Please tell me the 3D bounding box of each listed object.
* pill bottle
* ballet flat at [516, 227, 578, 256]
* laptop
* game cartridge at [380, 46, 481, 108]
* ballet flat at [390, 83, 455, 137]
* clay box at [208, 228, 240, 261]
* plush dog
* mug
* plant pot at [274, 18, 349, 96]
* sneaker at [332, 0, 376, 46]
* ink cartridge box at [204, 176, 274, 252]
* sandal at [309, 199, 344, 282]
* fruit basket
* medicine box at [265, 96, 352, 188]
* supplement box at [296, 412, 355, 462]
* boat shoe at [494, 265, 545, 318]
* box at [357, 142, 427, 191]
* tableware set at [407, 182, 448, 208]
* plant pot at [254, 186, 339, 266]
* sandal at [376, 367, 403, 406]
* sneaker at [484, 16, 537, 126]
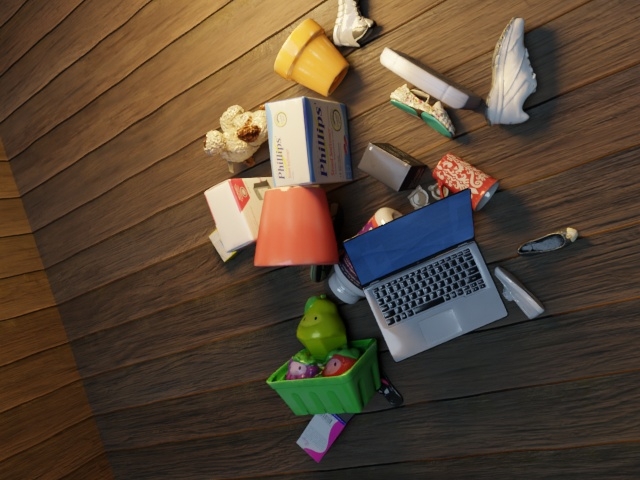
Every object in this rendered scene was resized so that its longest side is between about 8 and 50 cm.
[{"bbox_3d":[0.169,0.058,1.702,0.181,0.181,0.323,48,116,14],"label":"pill bottle"},{"bbox_3d":[0.654,0.011,1.501,0.173,0.049,0.057,-24,87,30],"label":"ballet flat"},{"bbox_3d":[0.318,0.119,1.518,0.382,0.236,0.407,-23,87,3],"label":"laptop"},{"bbox_3d":[0.320,-0.470,1.524,0.294,0.196,0.060,38,113,19],"label":"game cartridge"},{"bbox_3d":[0.325,-0.407,1.601,0.241,0.091,0.077,36,89,15],"label":"ballet flat"},{"bbox_3d":[-0.327,-0.029,2.037,0.222,0.053,0.127,-38,79,27],"label":"clay box"},{"bbox_3d":[-0.260,-0.381,1.870,0.225,0.262,0.210,-25,119,39],"label":"plush dog"},{"bbox_3d":[0.419,-0.170,1.554,0.169,0.150,0.113,42,154,22],"label":"mug"},{"bbox_3d":[-0.016,-0.580,1.706,0.188,0.205,0.205,39,115,1],"label":"plant pot"},{"bbox_3d":[0.123,-0.732,1.663,0.132,0.086,0.228,19,117,20],"label":"sneaker"},{"bbox_3d":[-0.233,-0.099,1.828,0.131,0.306,0.226,-24,87,30],"label":"ink cartridge box"},{"bbox_3d":[-0.001,0.001,1.831,0.086,0.120,0.302,28,111,37],"label":"sandal"},{"bbox_3d":[0.004,0.392,1.812,0.392,0.283,0.391,13,116,29],"label":"fruit basket"},{"bbox_3d":[-0.031,-0.312,1.689,0.149,0.289,0.263,-2,97,29],"label":"medicine box"},{"bbox_3d":[0.023,0.691,1.928,0.111,0.114,0.220,38,113,18],"label":"supplement box"},{"bbox_3d":[0.584,0.158,1.563,0.184,0.066,0.063,43,115,5],"label":"boat shoe"},{"bbox_3d":[0.227,-0.233,1.636,0.156,0.158,0.093,34,113,21],"label":"box"},{"bbox_3d":[0.364,-0.107,1.660,0.141,0.020,0.168,-26,86,30],"label":"tableware set"},{"bbox_3d":[-0.077,-0.039,1.658,0.275,0.275,0.243,-3,86,29],"label":"plant pot"},{"bbox_3d":[0.217,0.511,1.832,0.179,0.040,0.067,46,116,15],"label":"sandal"},{"bbox_3d":[0.546,-0.470,1.468,0.129,0.111,0.297,7,106,12],"label":"sneaker"}]
